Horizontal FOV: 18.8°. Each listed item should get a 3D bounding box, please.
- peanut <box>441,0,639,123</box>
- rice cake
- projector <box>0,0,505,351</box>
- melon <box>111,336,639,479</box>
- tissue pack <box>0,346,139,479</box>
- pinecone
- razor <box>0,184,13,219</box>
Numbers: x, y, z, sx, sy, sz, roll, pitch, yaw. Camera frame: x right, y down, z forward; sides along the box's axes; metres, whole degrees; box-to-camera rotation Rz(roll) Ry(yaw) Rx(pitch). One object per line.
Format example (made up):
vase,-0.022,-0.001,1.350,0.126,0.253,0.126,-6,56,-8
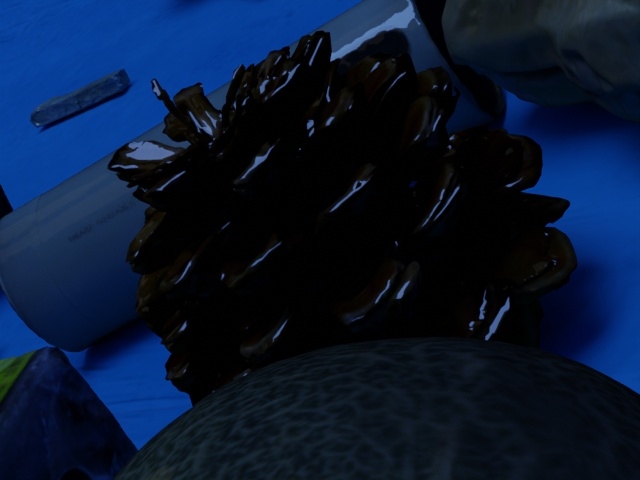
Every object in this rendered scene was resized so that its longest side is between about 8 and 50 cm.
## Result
peanut,0.169,-0.125,1.043,0.130,0.130,0.290,-44,21,-16
rice cake,-0.223,-0.131,1.779,0.121,0.022,0.022,-20,18,38
projector,-0.051,-0.046,1.239,0.337,0.108,0.108,-29,23,19
melon,0.035,0.169,0.496,0.248,0.248,0.329,-30,31,18
tissue pack,-0.136,0.184,0.820,0.073,0.173,0.235,-14,30,32
pinecone,0.000,0.000,0.939,0.221,0.221,0.221,-31,23,14
razor,-0.406,0.035,1.549,0.327,0.107,0.189,-33,-6,13
